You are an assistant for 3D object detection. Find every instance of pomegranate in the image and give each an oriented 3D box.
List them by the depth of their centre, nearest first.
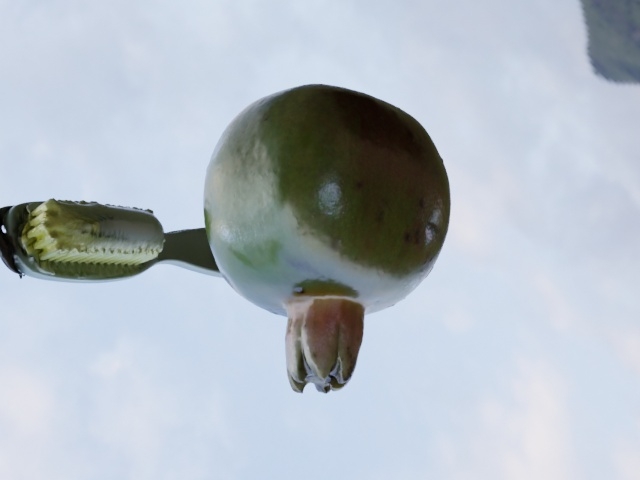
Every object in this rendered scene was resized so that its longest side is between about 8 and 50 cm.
[{"bbox_3d":[0.000,0.000,0.867,0.180,0.180,0.210,21,-116,-33],"label":"pomegranate"}]

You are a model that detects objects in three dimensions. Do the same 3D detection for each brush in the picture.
[{"bbox_3d":[-0.141,-0.003,1.054,0.296,0.060,0.068,4,-115,-57],"label":"brush"}]
